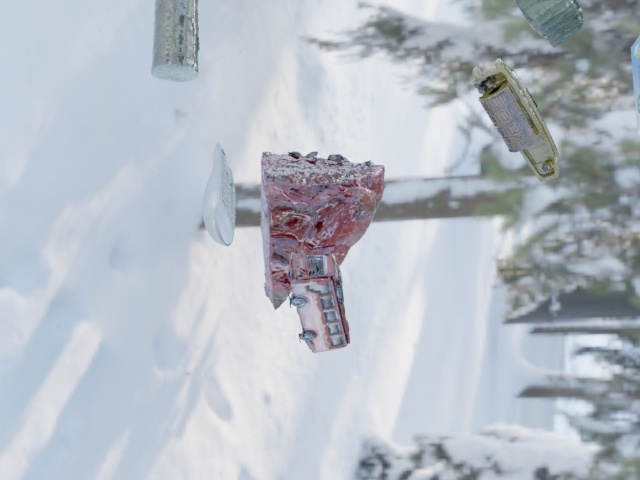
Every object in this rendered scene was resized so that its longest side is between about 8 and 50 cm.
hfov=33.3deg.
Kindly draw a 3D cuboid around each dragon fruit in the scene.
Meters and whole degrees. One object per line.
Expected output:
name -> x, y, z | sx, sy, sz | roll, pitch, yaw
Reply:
dragon fruit -> 0.002, 0.003, 2.163 | 0.228, 0.286, 0.329 | -120, -143, -68

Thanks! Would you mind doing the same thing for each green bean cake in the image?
green bean cake -> 0.384, -0.448, 1.892 | 0.183, 0.094, 0.185 | 63, 16, 18

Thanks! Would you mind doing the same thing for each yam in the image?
yam -> -0.273, -0.423, 2.030 | 0.093, 0.093, 0.259 | 50, 36, -64

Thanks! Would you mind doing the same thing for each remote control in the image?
remote control -> -0.156, -0.068, 1.637 | 0.229, 0.044, 0.073 | -98, 169, -56

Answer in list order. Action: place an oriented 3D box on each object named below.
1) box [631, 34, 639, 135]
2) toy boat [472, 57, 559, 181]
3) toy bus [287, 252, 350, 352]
box -> 0.651, -0.285, 1.957 | 0.073, 0.139, 0.194 | 103, -9, -67
toy boat -> 0.321, -0.191, 1.751 | 0.226, 0.068, 0.088 | 57, 42, -17
toy bus -> -0.003, 0.110, 1.880 | 0.235, 0.096, 0.073 | 80, 2, -51
